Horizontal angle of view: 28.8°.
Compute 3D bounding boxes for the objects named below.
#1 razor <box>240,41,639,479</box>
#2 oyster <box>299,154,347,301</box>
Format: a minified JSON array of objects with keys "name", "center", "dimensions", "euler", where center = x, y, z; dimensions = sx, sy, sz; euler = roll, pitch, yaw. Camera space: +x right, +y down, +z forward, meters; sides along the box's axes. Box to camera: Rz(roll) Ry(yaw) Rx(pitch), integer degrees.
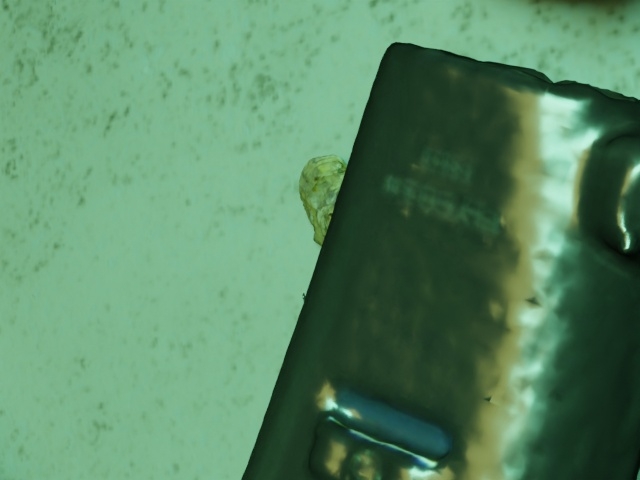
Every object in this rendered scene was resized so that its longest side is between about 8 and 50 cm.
[{"name":"razor","center":[0.059,0.079,0.572],"dimensions":[0.189,0.107,0.327],"euler":[20,97,35]},{"name":"oyster","center":[0.000,0.000,0.664],"dimensions":[0.083,0.038,0.081],"euler":[47,114,28]}]
